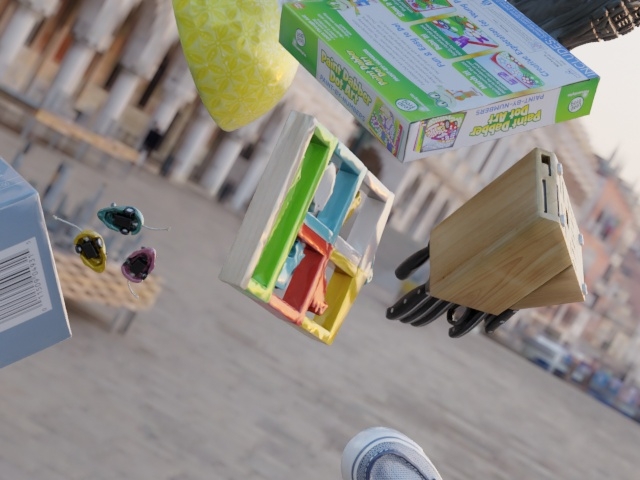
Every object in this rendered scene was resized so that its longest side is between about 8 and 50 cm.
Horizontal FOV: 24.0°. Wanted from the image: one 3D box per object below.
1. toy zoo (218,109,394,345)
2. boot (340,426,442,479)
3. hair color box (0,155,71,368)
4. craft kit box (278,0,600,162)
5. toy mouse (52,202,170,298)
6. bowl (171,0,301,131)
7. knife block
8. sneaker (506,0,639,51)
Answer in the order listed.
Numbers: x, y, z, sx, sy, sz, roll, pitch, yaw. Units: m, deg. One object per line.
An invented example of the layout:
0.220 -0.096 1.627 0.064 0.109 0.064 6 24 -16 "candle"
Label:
0.000 0.000 1.633 0.030 0.192 0.293 19 -10 27 "toy zoo"
0.090 0.224 1.173 0.190 0.069 0.086 53 -9 -36 "boot"
-0.412 -0.034 1.620 0.374 0.114 0.185 38 -36 46 "hair color box"
0.122 -0.192 1.594 0.247 0.061 0.250 -13 42 -30 "craft kit box"
-0.262 0.000 2.052 0.161 0.143 0.031 60 22 -19 "toy mouse"
-0.092 -0.311 2.118 0.156 0.289 0.289 -12 -7 10 "bowl"
0.169 0.016 1.694 0.242 0.088 0.275 -8 -30 15 "knife block"
0.304 -0.295 1.857 0.130 0.286 0.109 64 5 21 "sneaker"
